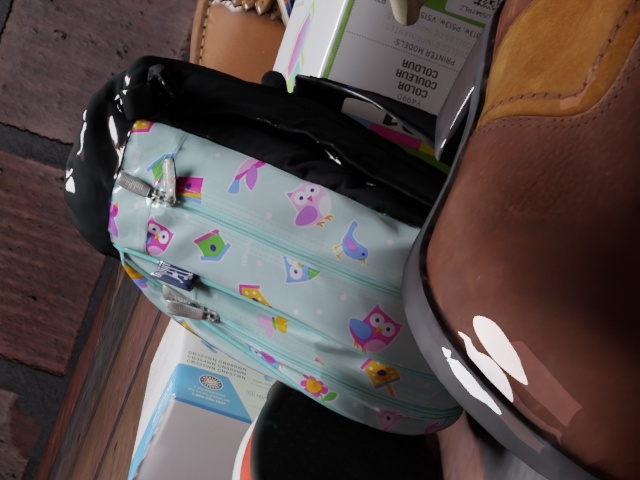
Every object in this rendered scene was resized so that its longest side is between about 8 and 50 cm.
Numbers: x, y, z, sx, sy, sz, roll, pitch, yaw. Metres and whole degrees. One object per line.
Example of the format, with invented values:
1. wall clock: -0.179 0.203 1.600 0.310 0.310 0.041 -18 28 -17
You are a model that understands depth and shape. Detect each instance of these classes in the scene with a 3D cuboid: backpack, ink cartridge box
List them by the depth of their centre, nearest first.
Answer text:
1. backpack: 0.000 0.000 0.705 0.152 0.182 0.115 -14 -54 -59
2. ink cartridge box: 0.013 -0.028 0.884 0.189 0.097 0.255 -158 87 -80
3. ink cartridge box: -0.056 0.092 1.046 0.143 0.092 0.090 -87 19 -54

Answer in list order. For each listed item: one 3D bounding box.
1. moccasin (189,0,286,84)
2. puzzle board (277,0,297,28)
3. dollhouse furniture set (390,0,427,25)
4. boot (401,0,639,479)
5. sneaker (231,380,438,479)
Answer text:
1. moccasin: 0.004 -0.231 1.221 0.147 0.139 0.380 99 -164 -75
2. puzzle board: 0.017 -0.136 1.021 0.096 0.011 0.128 -49 -39 -29
3. dollhouse furniture set: 0.051 -0.225 0.667 0.259 0.262 0.135 74 -160 -44
4. boot: 0.135 -0.085 0.467 0.280 0.096 0.264 -57 8 28
5. sneaker: -0.015 0.176 0.684 0.270 0.090 0.145 -94 27 -58
